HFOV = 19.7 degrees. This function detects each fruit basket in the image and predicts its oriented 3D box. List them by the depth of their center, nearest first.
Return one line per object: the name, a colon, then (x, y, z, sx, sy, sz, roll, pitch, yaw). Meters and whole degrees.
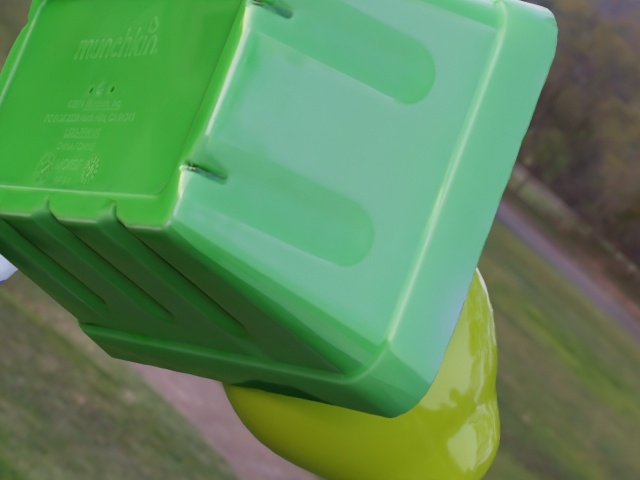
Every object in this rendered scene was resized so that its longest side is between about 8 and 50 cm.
fruit basket: (0.000, 0.000, 1.131, 0.392, 0.283, 0.392, 20, -11, 4)

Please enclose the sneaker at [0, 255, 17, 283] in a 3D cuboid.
sneaker: (-0.387, 0.088, 1.701, 0.130, 0.236, 0.323, 110, -35, -80)
